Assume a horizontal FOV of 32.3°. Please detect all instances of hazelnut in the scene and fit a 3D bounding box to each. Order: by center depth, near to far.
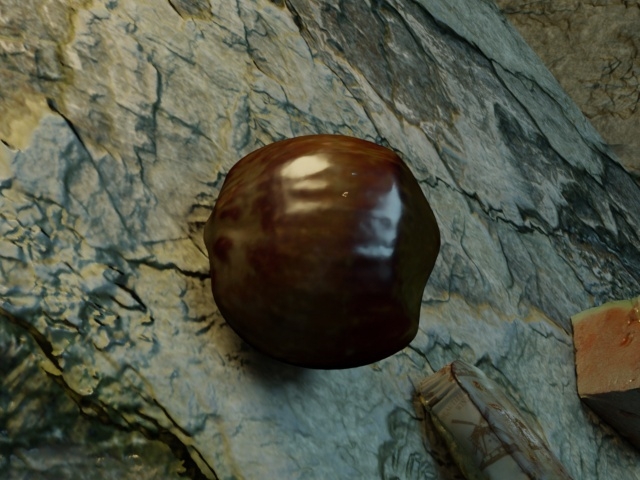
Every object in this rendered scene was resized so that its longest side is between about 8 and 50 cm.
[{"bbox_3d":[0.000,0.000,1.020,0.218,0.218,0.233,39,30,-29],"label":"hazelnut"}]

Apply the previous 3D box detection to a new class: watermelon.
[{"bbox_3d":[0.467,0.191,1.638,0.176,0.256,0.260,8,42,5],"label":"watermelon"}]

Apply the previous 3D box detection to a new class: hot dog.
[{"bbox_3d":[0.206,0.241,1.180,0.144,0.075,0.268,21,26,-50],"label":"hot dog"}]
